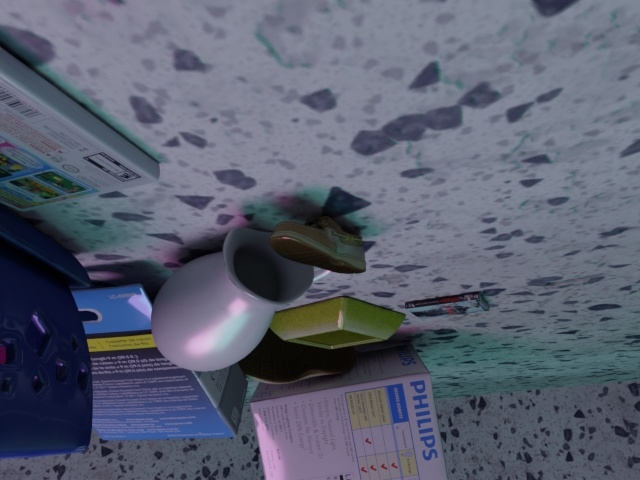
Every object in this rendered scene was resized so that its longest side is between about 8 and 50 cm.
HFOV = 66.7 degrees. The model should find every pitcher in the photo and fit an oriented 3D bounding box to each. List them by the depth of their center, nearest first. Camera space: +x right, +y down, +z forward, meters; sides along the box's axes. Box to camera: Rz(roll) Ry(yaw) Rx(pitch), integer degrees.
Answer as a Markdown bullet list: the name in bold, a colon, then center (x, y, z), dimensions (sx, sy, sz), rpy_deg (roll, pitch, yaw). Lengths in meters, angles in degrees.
- **pitcher**: center (-0.084, 0.066, 0.555), dimensions (0.177, 0.126, 0.207), rpy_deg (-1, 152, -45)

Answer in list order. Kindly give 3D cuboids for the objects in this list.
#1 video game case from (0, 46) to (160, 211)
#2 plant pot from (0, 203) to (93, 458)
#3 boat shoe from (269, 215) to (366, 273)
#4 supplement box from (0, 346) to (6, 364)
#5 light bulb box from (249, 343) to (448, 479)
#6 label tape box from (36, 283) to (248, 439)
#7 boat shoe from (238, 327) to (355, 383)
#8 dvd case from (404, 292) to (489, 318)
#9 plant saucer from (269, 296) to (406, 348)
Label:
- **video game case**: center (-0.217, -0.068, 0.330), dimensions (0.143, 0.019, 0.157), rpy_deg (-9, 158, 18)
- **plant pot**: center (-0.355, 0.081, 0.431), dimensions (0.235, 0.212, 0.236), rpy_deg (-3, 158, 2)
- **boat shoe**: center (0.000, 0.000, 0.473), dimensions (0.050, 0.045, 0.135), rpy_deg (-6, 163, 31)
- **supplement box**: center (-0.483, 0.195, 0.839), dimensions (0.111, 0.114, 0.220), rpy_deg (-10, 155, 22)
- **light bulb box**: center (0.071, 0.447, 1.051), dimensions (0.360, 0.358, 0.225), rpy_deg (-10, -177, 3)
- **label tape box**: center (-0.284, 0.165, 0.734), dimensions (0.249, 0.115, 0.348), rpy_deg (-6, 127, 12)
- **boat shoe**: center (-0.070, 0.227, 0.954), dimensions (0.302, 0.109, 0.098), rpy_deg (10, 155, -39)
- **dvd case**: center (0.208, 0.109, 0.796), dimensions (0.119, 0.013, 0.087), rpy_deg (-13, 155, 24)
- **plant saucer**: center (0.026, 0.154, 0.853), dimensions (0.188, 0.045, 0.188), rpy_deg (-19, 152, 36)
